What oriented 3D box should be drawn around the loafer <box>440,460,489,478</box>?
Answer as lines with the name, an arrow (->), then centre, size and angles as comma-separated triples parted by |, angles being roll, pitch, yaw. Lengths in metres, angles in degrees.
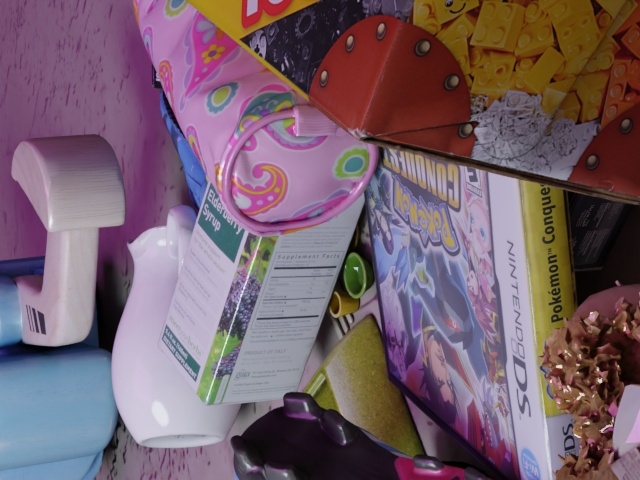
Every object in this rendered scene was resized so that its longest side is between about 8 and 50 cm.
loafer -> 0.102, 0.199, 1.150 | 0.170, 0.062, 0.061 | 19, 116, 62

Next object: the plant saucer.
plant saucer -> 0.018, 0.187, 1.327 | 0.188, 0.045, 0.188 | -59, 44, 50

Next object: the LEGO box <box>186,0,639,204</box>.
LEGO box -> 0.051, -0.295, 0.935 | 0.500, 0.193, 0.372 | 43, 118, 54

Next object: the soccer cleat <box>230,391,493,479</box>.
soccer cleat -> 0.064, 0.211, 1.078 | 0.331, 0.116, 0.143 | 28, 149, 52

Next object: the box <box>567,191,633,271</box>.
box -> 0.154, -0.118, 1.005 | 0.175, 0.051, 0.220 | 60, 143, 41

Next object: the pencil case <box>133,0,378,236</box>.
pencil case -> -0.055, -0.128, 1.198 | 0.284, 0.124, 0.124 | -115, 33, -47

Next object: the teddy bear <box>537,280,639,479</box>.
teddy bear -> 0.185, 0.153, 0.817 | 0.245, 0.113, 0.338 | -47, 34, 41

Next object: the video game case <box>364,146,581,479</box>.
video game case -> 0.094, 0.024, 1.081 | 0.275, 0.035, 0.248 | -143, 42, -64

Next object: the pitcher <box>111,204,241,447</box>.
pitcher -> -0.132, 0.081, 1.508 | 0.178, 0.125, 0.207 | 118, 149, -72

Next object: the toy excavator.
toy excavator -> -0.301, 0.101, 1.744 | 0.445, 0.222, 0.432 | 9, 103, 62

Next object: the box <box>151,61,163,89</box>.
box -> -0.083, -0.201, 1.429 | 0.180, 0.078, 0.147 | 20, 113, 61

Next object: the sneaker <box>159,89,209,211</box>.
sneaker -> -0.105, -0.073, 1.504 | 0.082, 0.069, 0.209 | 107, 146, -43

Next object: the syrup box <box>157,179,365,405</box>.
syrup box -> -0.045, 0.010, 1.318 | 0.093, 0.096, 0.237 | 44, 125, 43

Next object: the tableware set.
tableware set -> 0.000, 0.000, 1.357 | 0.154, 0.024, 0.104 | 67, 148, 32
